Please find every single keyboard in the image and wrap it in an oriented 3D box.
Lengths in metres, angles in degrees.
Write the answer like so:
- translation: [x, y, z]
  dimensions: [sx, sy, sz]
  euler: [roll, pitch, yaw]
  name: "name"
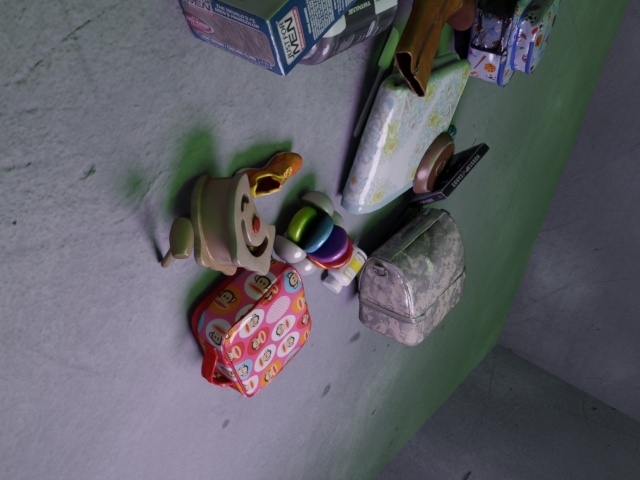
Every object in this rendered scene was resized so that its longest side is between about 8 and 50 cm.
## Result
- translation: [0.207, 0.039, 1.961]
  dimensions: [0.317, 0.033, 0.201]
  euler: [-50, 152, -20]
  name: "keyboard"

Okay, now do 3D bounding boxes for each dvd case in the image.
- translation: [0.332, -0.167, 1.817]
  dimensions: [0.179, 0.029, 0.239]
  euler: [-48, -173, -12]
  name: "dvd case"

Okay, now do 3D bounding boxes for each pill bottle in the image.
- translation: [0.058, 0.070, 1.687]
  dimensions: [0.116, 0.065, 0.065]
  euler: [-53, 152, -16]
  name: "pill bottle"
- translation: [0.007, -0.363, 1.108]
  dimensions: [0.246, 0.130, 0.130]
  euler: [-38, 146, -39]
  name: "pill bottle"

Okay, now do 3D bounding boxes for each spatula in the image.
- translation: [0.153, -0.335, 1.518]
  dimensions: [0.168, 0.019, 0.242]
  euler: [-5, 120, -60]
  name: "spatula"

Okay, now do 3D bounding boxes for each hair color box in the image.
- translation: [-0.022, -0.403, 0.970]
  dimensions: [0.347, 0.174, 0.105]
  euler: [-50, 153, -20]
  name: "hair color box"

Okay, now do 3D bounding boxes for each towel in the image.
- translation: [0.198, -0.252, 1.581]
  dimensions: [0.374, 0.090, 0.320]
  euler: [-34, 147, -47]
  name: "towel"

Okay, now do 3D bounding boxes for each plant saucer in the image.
- translation: [0.287, -0.186, 1.705]
  dimensions: [0.168, 0.029, 0.168]
  euler: [-46, 156, -28]
  name: "plant saucer"

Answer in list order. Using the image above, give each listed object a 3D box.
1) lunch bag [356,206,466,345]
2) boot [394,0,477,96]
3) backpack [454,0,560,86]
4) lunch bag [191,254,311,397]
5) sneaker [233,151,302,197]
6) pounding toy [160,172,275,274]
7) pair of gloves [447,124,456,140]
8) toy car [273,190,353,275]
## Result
- translation: [0.244, 0.080, 1.815]
  dimensions: [0.305, 0.213, 0.256]
  euler: [-37, 138, -37]
  name: "lunch bag"
- translation: [0.242, -0.422, 1.402]
  dimensions: [0.264, 0.096, 0.280]
  euler: [43, 56, -62]
  name: "boot"
- translation: [0.462, -0.521, 1.695]
  dimensions: [0.276, 0.213, 0.263]
  euler: [-49, 162, -30]
  name: "backpack"
- translation: [-0.142, 0.188, 1.387]
  dimensions: [0.258, 0.120, 0.293]
  euler: [-46, 150, -26]
  name: "lunch bag"
- translation: [-0.084, -0.114, 1.258]
  dimensions: [0.175, 0.067, 0.064]
  euler: [-35, 141, -45]
  name: "sneaker"
- translation: [-0.186, -0.028, 1.161]
  dimensions: [0.269, 0.155, 0.154]
  euler: [36, 55, -73]
  name: "pounding toy"
- translation: [0.326, -0.277, 1.876]
  dimensions: [0.159, 0.023, 0.198]
  euler: [-54, 152, -14]
  name: "pair of gloves"
- translation: [0.000, 0.000, 1.437]
  dimensions: [0.159, 0.136, 0.182]
  euler: [-56, 153, -11]
  name: "toy car"
